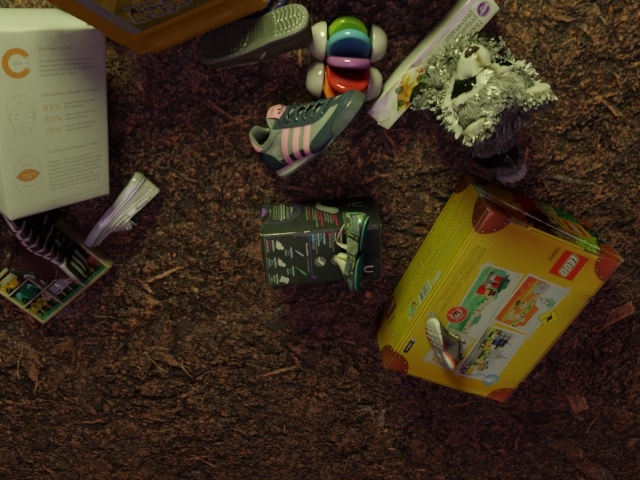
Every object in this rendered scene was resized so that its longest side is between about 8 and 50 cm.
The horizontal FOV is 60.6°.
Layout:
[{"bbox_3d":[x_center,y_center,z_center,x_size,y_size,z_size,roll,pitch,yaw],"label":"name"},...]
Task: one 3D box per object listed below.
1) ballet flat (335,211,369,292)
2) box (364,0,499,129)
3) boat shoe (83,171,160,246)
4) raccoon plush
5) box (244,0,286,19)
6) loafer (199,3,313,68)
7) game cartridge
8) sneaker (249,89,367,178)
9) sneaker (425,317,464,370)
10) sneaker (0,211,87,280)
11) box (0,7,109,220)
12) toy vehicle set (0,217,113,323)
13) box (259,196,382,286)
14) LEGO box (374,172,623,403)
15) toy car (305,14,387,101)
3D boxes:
[{"bbox_3d":[0.064,0.022,1.183,0.070,0.070,0.189,3,115,-6],"label":"ballet flat"},{"bbox_3d":[0.223,-0.375,1.140,0.063,0.067,0.324,35,112,-23],"label":"box"},{"bbox_3d":[-0.461,-0.054,1.272,0.075,0.083,0.226,37,111,-21],"label":"boat shoe"},{"bbox_3d":[0.376,-0.217,1.064,0.446,0.299,0.216,29,115,-32],"label":"raccoon plush"},{"bbox_3d":[-0.159,-0.524,1.044,0.225,0.036,0.136,33,113,-22],"label":"box"},{"bbox_3d":[-0.125,-0.382,1.079,0.251,0.094,0.087,-5,161,24],"label":"loafer"},{"bbox_3d":[-0.274,-0.424,0.922,0.285,0.323,0.053,-16,83,16],"label":"game cartridge"},{"bbox_3d":[-0.041,-0.234,1.113,0.131,0.112,0.319,43,142,-16],"label":"sneaker"},{"bbox_3d":[0.298,0.234,1.297,0.065,0.061,0.158,-34,121,-14],"label":"sneaker"},{"bbox_3d":[-0.670,0.009,1.223,0.162,0.106,0.281,-14,134,11],"label":"sneaker"},{"bbox_3d":[-0.547,-0.246,1.048,0.168,0.215,0.345,29,123,28],"label":"box"},{"bbox_3d":[-0.670,0.081,1.365,0.266,0.035,0.166,-37,116,17],"label":"toy vehicle set"},{"bbox_3d":[0.000,0.000,1.287,0.270,0.165,0.143,-5,119,-1],"label":"box"},{"bbox_3d":[0.418,0.137,1.380,0.372,0.193,0.500,20,118,-14],"label":"LEGO box"},{"bbox_3d":[0.053,-0.352,1.100,0.159,0.136,0.182,3,120,-5],"label":"toy car"}]
